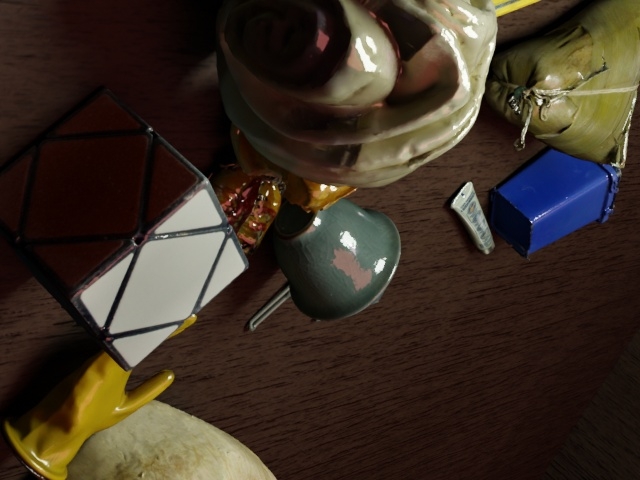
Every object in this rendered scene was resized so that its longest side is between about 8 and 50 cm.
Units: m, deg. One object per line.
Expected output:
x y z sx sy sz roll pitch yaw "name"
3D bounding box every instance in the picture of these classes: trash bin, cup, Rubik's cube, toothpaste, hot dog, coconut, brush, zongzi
0.452 -0.092 2.351 0.234 0.162 0.184 -30 146 -21 "trash bin"
0.000 0.000 1.827 0.199 0.199 0.150 -48 133 -3 "cup"
-0.239 -0.010 1.420 0.207 0.205 0.205 -44 151 -13 "Rubik's cube"
0.292 -0.036 2.306 0.062 0.039 0.239 -51 150 -8 "toothpaste"
-0.149 -0.002 1.686 0.270 0.082 0.162 -52 153 2 "hot dog"
-0.225 0.462 1.843 0.404 0.404 0.405 -35 148 -25 "coconut"
-0.024 0.051 1.990 0.266 0.027 0.062 -42 151 -5 "brush"
0.417 -0.336 2.016 0.447 0.181 0.418 12 100 -55 "zongzi"

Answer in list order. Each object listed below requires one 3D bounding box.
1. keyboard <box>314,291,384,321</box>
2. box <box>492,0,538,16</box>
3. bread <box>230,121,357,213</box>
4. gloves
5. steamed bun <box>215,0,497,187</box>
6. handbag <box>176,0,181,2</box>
0.057 0.106 2.172 0.176 0.014 0.055 -14 136 -47 "keyboard"
0.146 -0.364 1.564 0.301 0.084 0.193 -26 107 -36 "box"
0.039 -0.170 1.645 0.344 0.195 0.149 -29 -179 -31 "bread"
-0.286 0.193 1.651 0.294 0.116 0.133 -42 -179 1 "gloves"
0.015 -0.231 1.358 0.237 0.346 0.394 -46 130 -65 "steamed bun"
-0.131 -0.320 1.362 0.111 0.047 0.072 -38 158 -28 "handbag"
